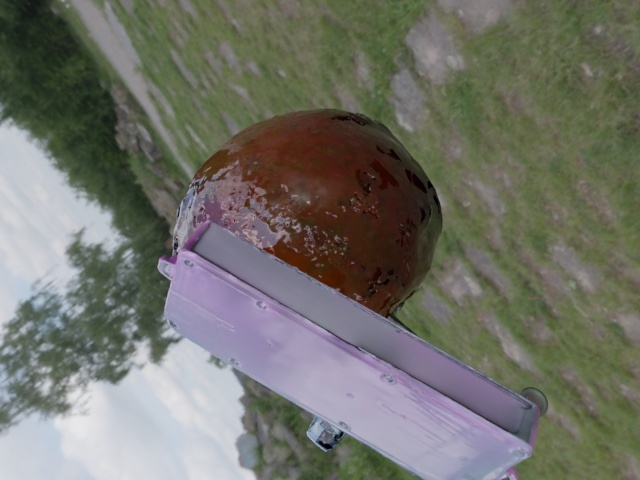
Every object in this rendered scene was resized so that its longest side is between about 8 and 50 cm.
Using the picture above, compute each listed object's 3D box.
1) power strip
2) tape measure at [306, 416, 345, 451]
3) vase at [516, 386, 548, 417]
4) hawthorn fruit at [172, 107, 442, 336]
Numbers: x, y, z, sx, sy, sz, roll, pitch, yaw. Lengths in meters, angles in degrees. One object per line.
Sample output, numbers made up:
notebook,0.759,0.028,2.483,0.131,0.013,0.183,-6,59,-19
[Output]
power strip,0.013,0.087,0.446,0.279,0.037,0.109,30,140,2
tape measure,0.024,0.251,0.908,0.054,0.094,0.091,40,166,8
vase,0.341,0.288,1.095,0.053,0.053,0.100,48,151,12
hawthorn fruit,-0.010,-0.014,0.752,0.316,0.316,0.316,47,167,14
